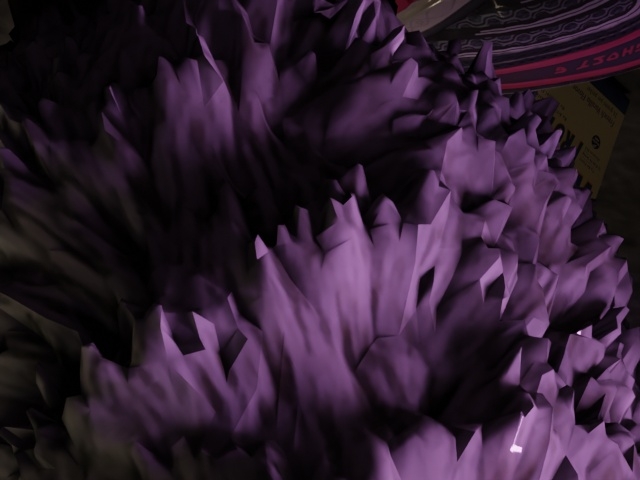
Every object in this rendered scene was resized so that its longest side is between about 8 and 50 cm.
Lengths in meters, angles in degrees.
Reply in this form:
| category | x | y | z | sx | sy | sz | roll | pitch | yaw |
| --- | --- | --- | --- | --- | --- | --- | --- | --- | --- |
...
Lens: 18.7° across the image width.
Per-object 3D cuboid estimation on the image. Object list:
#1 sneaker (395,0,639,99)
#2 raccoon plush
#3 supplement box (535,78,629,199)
| category | x | y | z | sx | sy | sz | roll | pitch | yaw |
| --- | --- | --- | --- | --- | --- | --- | --- | --- | --- |
| sneaker | -0.006 | -0.066 | 0.622 | 0.112 | 0.120 | 0.299 | 31 | 157 | -30 |
| raccoon plush | -0.003 | 0.026 | 0.328 | 0.216 | 0.446 | 0.299 | -17 | -169 | -20 |
| supplement box | 0.053 | -0.028 | 0.707 | 0.083 | 0.083 | 0.056 | -2 | 150 | 48 |
